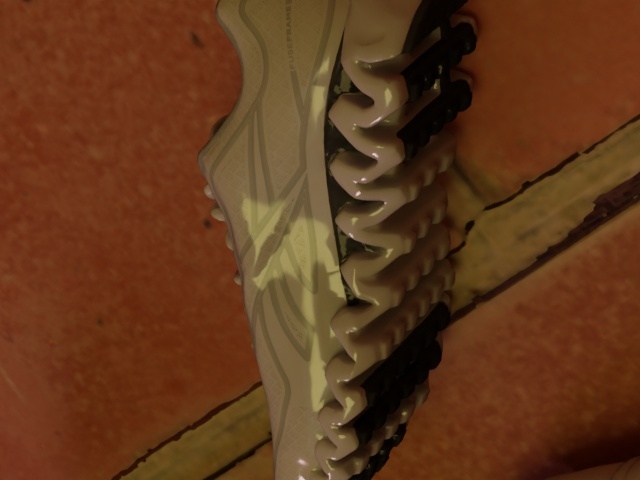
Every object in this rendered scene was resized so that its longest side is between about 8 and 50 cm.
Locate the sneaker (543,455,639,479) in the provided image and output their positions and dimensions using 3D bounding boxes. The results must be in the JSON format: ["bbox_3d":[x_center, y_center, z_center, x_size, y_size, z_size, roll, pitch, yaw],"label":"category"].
[{"bbox_3d":[0.194,0.241,0.993,0.152,0.114,0.305,-14,108,41],"label":"sneaker"}]

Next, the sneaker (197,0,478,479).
[{"bbox_3d":[0.000,0.000,0.919,0.118,0.110,0.292,16,116,22],"label":"sneaker"}]
